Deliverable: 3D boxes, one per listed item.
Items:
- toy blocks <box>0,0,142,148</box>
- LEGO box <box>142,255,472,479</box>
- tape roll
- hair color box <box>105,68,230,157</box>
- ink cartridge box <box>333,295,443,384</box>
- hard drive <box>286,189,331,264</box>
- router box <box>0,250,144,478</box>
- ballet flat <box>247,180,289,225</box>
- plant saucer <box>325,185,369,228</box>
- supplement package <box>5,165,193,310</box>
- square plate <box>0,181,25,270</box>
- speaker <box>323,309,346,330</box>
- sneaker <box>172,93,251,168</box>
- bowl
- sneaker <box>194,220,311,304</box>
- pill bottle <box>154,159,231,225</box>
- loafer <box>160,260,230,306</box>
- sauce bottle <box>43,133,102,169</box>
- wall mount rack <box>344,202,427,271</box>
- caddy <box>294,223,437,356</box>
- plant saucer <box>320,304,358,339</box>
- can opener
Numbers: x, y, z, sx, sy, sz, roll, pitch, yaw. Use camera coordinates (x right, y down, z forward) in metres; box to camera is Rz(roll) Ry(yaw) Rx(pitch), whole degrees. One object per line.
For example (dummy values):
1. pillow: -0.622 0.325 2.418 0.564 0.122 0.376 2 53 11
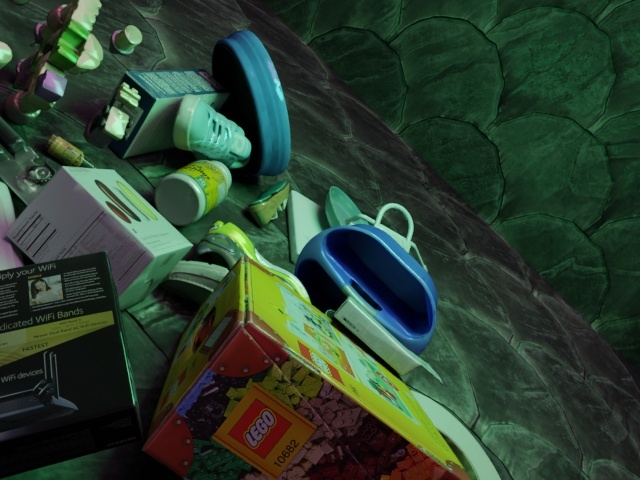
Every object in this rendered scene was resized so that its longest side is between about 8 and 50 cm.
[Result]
1. toy blocks: -0.566 -0.358 1.388 0.309 0.260 0.288 31 58 -38
2. LEGO box: -0.029 0.238 1.006 0.372 0.193 0.500 38 2 -9
3. tape roll: 0.232 0.481 1.354 0.392 0.072 0.392 34 25 -19
4. hair color box: -0.377 -0.318 1.627 0.105 0.174 0.347 42 24 6
5. ink cartridge box: 0.123 0.196 1.266 0.224 0.045 0.223 40 -1 5
6. hard drive: 0.000 0.000 1.831 0.203 0.040 0.307 31 26 -24
7. router box: -0.382 0.150 0.769 0.309 0.081 0.243 -11 48 -16
8. ballet flat: -0.133 -0.097 1.779 0.073 0.080 0.232 68 24 -13
9. plant saucer: 0.101 -0.010 1.912 0.317 0.044 0.317 52 16 -22
10. supplement package: -0.359 -0.001 1.111 0.203 0.149 0.194 43 8 1
11. square plate: -0.588 -0.010 0.957 0.344 0.049 0.347 15 36 -47
12. speaker: -0.007 0.205 1.367 0.055 0.136 0.055 33 26 -19
13. sneaker: -0.243 -0.255 1.597 0.150 0.135 0.366 11 -1 5
14. bowl: -0.195 -0.357 1.779 0.077 0.391 0.391 -18 56 -20
15. sneaker: -0.149 0.094 1.405 0.300 0.111 0.121 39 38 1
16. pill bottle: -0.280 -0.117 1.511 0.117 0.117 0.208 42 24 -2
17. loafer: -0.163 0.131 1.288 0.320 0.112 0.111 22 63 -13
18. sauce bottle: -0.498 -0.166 1.356 0.128 0.042 0.042 32 26 -17
19. wall mount rack: 0.171 0.095 1.722 0.304 0.130 0.350 30 65 -21
20. caddy: 0.103 0.116 1.468 0.341 0.241 0.179 44 20 6
21. plant saucer: 0.020 0.217 1.511 0.200 0.037 0.200 34 25 -19
22. can opener: -0.573 -0.154 1.211 0.283 0.095 0.076 42 62 13
